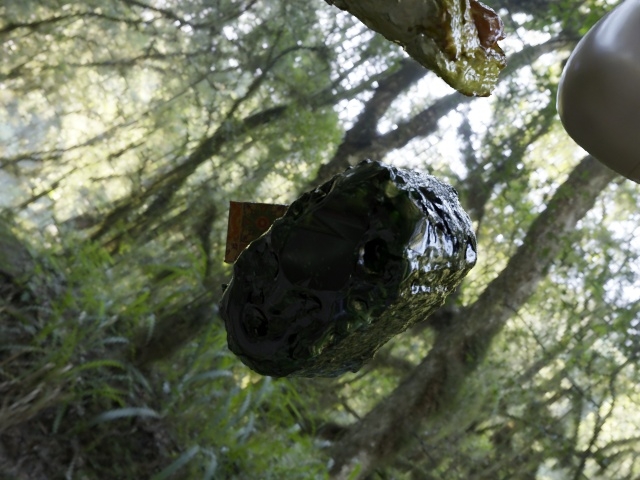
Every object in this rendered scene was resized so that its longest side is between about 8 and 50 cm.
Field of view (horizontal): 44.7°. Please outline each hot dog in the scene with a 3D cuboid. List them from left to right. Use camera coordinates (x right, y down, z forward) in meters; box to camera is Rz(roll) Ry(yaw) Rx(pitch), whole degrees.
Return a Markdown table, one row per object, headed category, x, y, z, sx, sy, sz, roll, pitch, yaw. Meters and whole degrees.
| category | x | y | z | sx | sy | sz | roll | pitch | yaw |
| --- | --- | --- | --- | --- | --- | --- | --- | --- | --- |
| hot dog | 0.037 | -0.145 | 0.417 | 0.169 | 0.078 | 0.061 | 30 | -51 | -7 |

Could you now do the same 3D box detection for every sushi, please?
| category | x | y | z | sx | sy | sz | roll | pitch | yaw |
| --- | --- | --- | --- | --- | --- | --- | --- | --- | --- |
| sushi | 0.014 | 0.028 | 0.638 | 0.225 | 0.127 | 0.124 | -41 | -118 | 31 |

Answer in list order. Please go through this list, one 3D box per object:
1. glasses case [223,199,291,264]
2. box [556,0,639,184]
| category | x | y | z | sx | sy | sz | roll | pitch | yaw |
| --- | --- | --- | --- | --- | --- | --- | --- | --- | --- |
| glasses case | 0.000 | 0.000 | 0.919 | 0.049 | 0.218 | 0.075 | 67 | 27 | -82 |
| box | 0.273 | -0.124 | 0.622 | 0.146 | 0.200 | 0.088 | 37 | -38 | 13 |
